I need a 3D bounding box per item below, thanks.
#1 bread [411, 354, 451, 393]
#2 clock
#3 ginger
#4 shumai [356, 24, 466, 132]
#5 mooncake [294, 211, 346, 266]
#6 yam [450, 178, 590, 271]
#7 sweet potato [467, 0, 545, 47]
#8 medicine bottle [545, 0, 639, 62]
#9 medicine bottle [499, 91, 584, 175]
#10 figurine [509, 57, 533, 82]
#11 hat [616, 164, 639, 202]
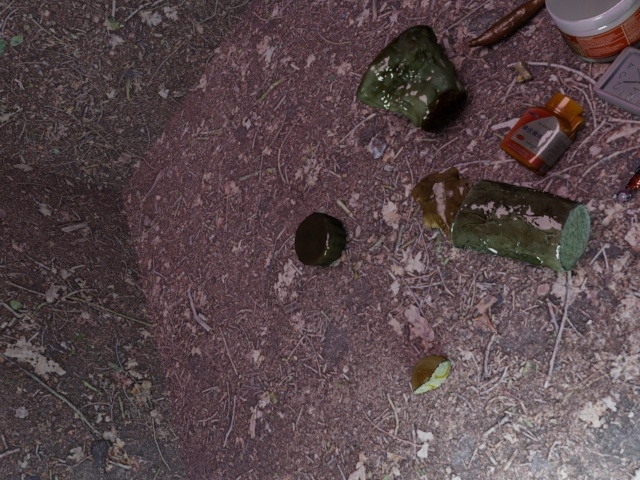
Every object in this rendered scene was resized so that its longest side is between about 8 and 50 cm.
[{"bbox_3d":[0.348,0.431,1.613,0.094,0.083,0.157,35,100,46],"label":"bread"},{"bbox_3d":[0.897,-0.437,1.380,0.150,0.063,0.197,-55,48,17],"label":"clock"},{"bbox_3d":[0.430,-0.114,1.682,0.219,0.123,0.270,-38,64,33],"label":"ginger"},{"bbox_3d":[0.352,-0.557,1.793,0.323,0.397,0.324,46,134,9],"label":"shumai"},{"bbox_3d":[0.000,0.000,2.045,0.228,0.124,0.228,-11,74,44],"label":"mooncake"},{"bbox_3d":[0.574,-0.044,1.446,0.348,0.241,0.241,18,90,39],"label":"yam"},{"bbox_3d":[0.658,-0.747,1.697,0.314,0.066,0.072,-28,66,31],"label":"sweet potato"},{"bbox_3d":[0.807,-0.675,1.413,0.252,0.241,0.252,-14,68,38],"label":"medicine bottle"},{"bbox_3d":[0.682,-0.330,1.512,0.222,0.112,0.149,-54,48,17],"label":"medicine bottle"},{"bbox_3d":[0.668,-0.559,1.649,0.050,0.047,0.083,-40,59,46],"label":"figurine"},{"bbox_3d":[0.882,-0.188,1.307,0.227,0.129,0.140,-50,5,42],"label":"hat"}]
